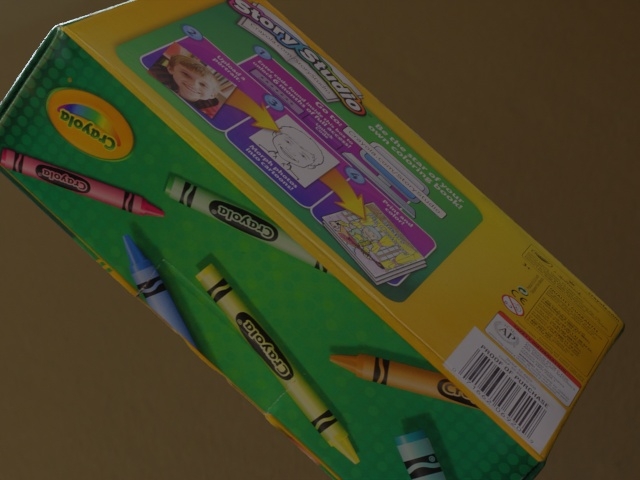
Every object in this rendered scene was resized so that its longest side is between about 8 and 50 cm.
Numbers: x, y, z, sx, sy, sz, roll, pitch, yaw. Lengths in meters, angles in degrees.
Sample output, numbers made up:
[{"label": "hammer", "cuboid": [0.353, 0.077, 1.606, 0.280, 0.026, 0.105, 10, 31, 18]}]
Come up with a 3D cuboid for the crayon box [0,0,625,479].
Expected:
[{"label": "crayon box", "cuboid": [0.000, 0.000, 0.743, 0.278, 0.081, 0.165, 42, -152, 5]}]
